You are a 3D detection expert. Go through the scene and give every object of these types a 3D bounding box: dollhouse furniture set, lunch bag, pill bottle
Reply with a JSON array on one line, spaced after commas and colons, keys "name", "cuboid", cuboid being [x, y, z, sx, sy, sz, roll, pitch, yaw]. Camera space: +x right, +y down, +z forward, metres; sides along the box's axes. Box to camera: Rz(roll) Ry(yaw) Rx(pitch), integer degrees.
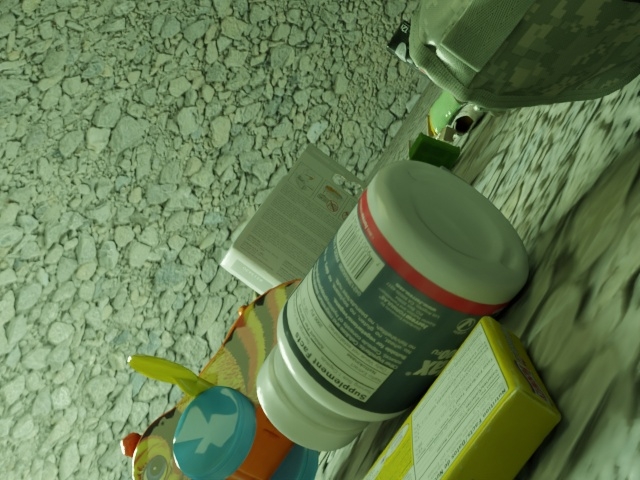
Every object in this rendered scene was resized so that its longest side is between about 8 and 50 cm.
[{"name": "dollhouse furniture set", "cuboid": [0.150, -0.159, 1.102, 0.076, 0.058, 0.152, 120, 162, -44]}, {"name": "lunch bag", "cuboid": [0.177, -0.213, 0.462, 0.287, 0.169, 0.235, -52, -2, -46]}, {"name": "pill bottle", "cuboid": [0.035, 0.049, 0.512, 0.180, 0.108, 0.108, -55, 2, 33]}]

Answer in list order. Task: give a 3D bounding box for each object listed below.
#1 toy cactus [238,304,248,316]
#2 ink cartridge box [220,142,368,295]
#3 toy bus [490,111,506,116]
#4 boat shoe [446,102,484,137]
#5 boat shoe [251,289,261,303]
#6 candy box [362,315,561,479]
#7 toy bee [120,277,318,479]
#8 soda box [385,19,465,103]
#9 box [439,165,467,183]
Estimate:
[{"name": "toy cactus", "cuboid": [-0.065, 0.161, 1.357, 0.180, 0.112, 0.219, -25, -45, -45]}, {"name": "ink cartridge box", "cuboid": [0.000, 0.000, 1.062, 0.056, 0.181, 0.225, -48, 7, 48]}, {"name": "toy bus", "cuboid": [0.230, -0.269, 0.881, 0.104, 0.202, 0.191, 0, 42, 50]}, {"name": "boat shoe", "cuboid": [0.193, -0.160, 1.125, 0.035, 0.035, 0.100, -54, 8, -20]}, {"name": "boat shoe", "cuboid": [-0.008, 0.046, 1.248, 0.130, 0.132, 0.355, -56, 3, 18]}, {"name": "candy box", "cuboid": [0.032, 0.135, 0.378, 0.206, 0.027, 0.105, -56, 4, 12]}, {"name": "toy bee", "cuboid": [-0.094, 0.153, 0.641, 0.298, 0.195, 0.162, -44, 35, -25]}, {"name": "soda box", "cuboid": [0.192, -0.297, 1.363, 0.053, 0.168, 0.060, -57, 2, 7]}, {"name": "box", "cuboid": [0.087, 0.008, 0.924, 0.145, 0.038, 0.186, -56, 1, -17]}]
